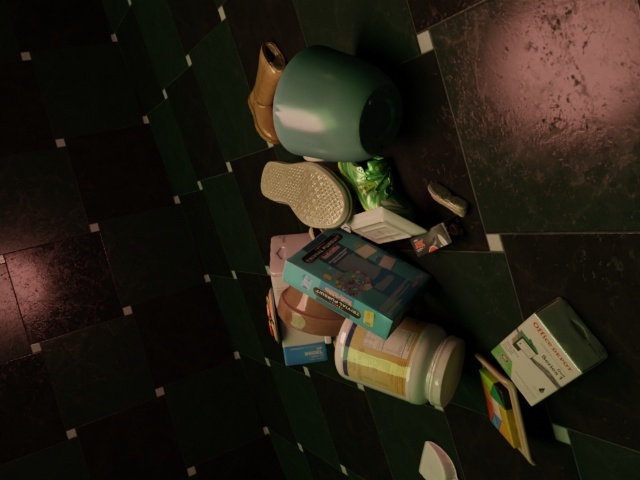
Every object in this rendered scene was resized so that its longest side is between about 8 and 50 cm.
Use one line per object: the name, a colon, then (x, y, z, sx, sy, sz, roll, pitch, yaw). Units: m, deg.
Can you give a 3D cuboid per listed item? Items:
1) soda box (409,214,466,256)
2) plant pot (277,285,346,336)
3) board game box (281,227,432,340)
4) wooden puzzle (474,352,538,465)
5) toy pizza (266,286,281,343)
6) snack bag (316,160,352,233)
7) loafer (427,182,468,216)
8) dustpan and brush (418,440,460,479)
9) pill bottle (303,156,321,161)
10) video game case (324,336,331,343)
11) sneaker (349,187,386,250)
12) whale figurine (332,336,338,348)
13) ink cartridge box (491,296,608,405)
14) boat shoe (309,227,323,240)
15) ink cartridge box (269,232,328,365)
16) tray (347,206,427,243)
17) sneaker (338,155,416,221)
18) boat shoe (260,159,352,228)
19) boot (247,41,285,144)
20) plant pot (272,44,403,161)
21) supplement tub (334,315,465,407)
soda box: (0.304, -0.008, 1.620, 0.060, 0.053, 0.169, 65, 154, 5)
plant pot: (0.007, 0.139, 1.939, 0.263, 0.263, 0.229, 34, 121, 48)
board game box: (0.103, 0.105, 1.728, 0.336, 0.254, 0.079, 28, 128, 20)
wooden puzzle: (0.463, 0.425, 1.581, 0.221, 0.044, 0.238, -126, 16, -81)
toy pizza: (-0.169, 0.266, 2.198, 0.201, 0.032, 0.201, 172, 90, -88)
snack bag: (0.040, -0.115, 2.058, 0.342, 0.037, 0.323, 0, 109, 62)
loafer: (0.313, -0.099, 1.544, 0.125, 0.045, 0.039, 40, 150, 39)
dustpan and brush: (0.416, 0.769, 2.028, 0.211, 0.060, 0.147, 42, 132, 52)
pill bottle: (-0.006, -0.374, 1.815, 0.146, 0.146, 0.264, 20, 127, 57)
video game case: (0.024, 0.239, 2.202, 0.206, 0.026, 0.226, 28, -122, -86)
sneaker: (0.134, -0.044, 1.884, 0.108, 0.100, 0.271, -132, 34, -59)
whale figurine: (0.143, 0.280, 2.099, 0.216, 0.141, 0.272, 42, 122, 57)
ink cartridge box: (0.506, 0.252, 1.393, 0.160, 0.093, 0.219, 56, 152, 22)
boat shoe: (0.000, 0.000, 2.126, 0.135, 0.050, 0.045, 56, 160, 25)
ink cartridge box: (-0.077, 0.209, 2.268, 0.285, 0.166, 0.394, -98, 1, -60)
tray: (0.167, -0.032, 1.691, 0.145, 0.030, 0.270, 25, 168, -15)
sneaker: (0.154, -0.161, 1.719, 0.295, 0.109, 0.123, 50, 145, 22)
boat shoe: (-0.023, -0.151, 1.926, 0.500, 0.156, 0.186, 27, 106, 58)
boot: (-0.167, -0.489, 2.101, 0.236, 0.089, 0.269, 60, 152, 15)
plant pot: (0.065, -0.332, 1.580, 0.235, 0.293, 0.293, 23, 131, 36)
supplement tub: (0.224, 0.323, 1.743, 0.316, 0.228, 0.228, 14, 127, 28)
